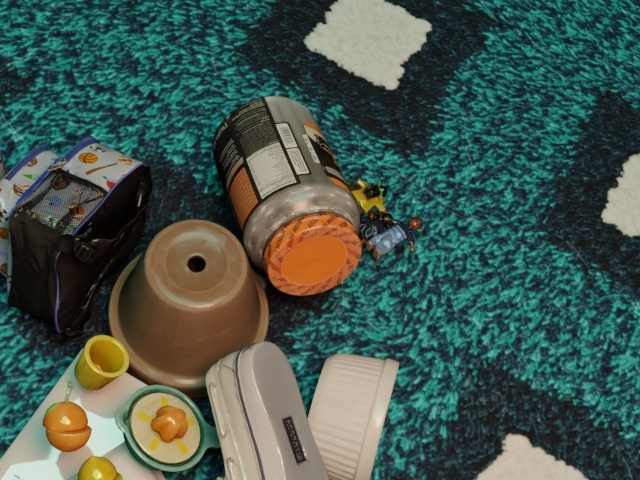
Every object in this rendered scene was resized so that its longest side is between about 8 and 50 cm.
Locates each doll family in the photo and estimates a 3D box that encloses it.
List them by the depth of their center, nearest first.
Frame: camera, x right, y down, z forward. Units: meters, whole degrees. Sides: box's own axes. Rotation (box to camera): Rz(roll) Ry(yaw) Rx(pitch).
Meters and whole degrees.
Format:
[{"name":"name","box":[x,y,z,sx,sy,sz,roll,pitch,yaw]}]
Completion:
[{"name":"doll family","box":[0.098,-0.045,1.630,0.111,0.076,0.193,-28,76,-28]}]

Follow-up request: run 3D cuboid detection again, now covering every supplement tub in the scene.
[{"name":"supplement tub","box":[-0.054,-0.074,1.497,0.193,0.193,0.316,-9,47,-16]}]

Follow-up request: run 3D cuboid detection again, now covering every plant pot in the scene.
[{"name":"plant pot","box":[-0.199,0.086,1.409,0.263,0.229,0.263,4,63,-9]}]

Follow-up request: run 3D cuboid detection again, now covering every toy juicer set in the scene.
[{"name":"toy juicer set","box":[-0.235,0.293,1.287,0.329,0.089,0.209,39,37,-9]}]

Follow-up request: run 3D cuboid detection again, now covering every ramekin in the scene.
[{"name":"ramekin","box":[0.042,0.268,1.382,0.109,0.207,0.207,15,60,7]}]

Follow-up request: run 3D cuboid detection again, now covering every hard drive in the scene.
[{"name":"hard drive","box":[-0.356,0.336,1.352,0.203,0.040,0.307,30,61,4]}]

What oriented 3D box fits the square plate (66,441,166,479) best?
[{"name":"square plate","box":[-0.302,0.496,1.239,0.347,0.049,0.344,-30,81,-28]}]

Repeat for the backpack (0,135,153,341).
[{"name":"backpack","box":[-0.384,-0.026,1.428,0.213,0.276,0.263,34,49,6]}]

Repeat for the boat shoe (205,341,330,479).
[{"name":"boat shoe","box":[-0.090,0.336,1.273,0.136,0.156,0.367,-3,73,-58]}]

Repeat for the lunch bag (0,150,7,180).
[{"name":"lunch bag","box":[-0.564,-0.048,1.358,0.115,0.303,0.243,9,61,7]}]
